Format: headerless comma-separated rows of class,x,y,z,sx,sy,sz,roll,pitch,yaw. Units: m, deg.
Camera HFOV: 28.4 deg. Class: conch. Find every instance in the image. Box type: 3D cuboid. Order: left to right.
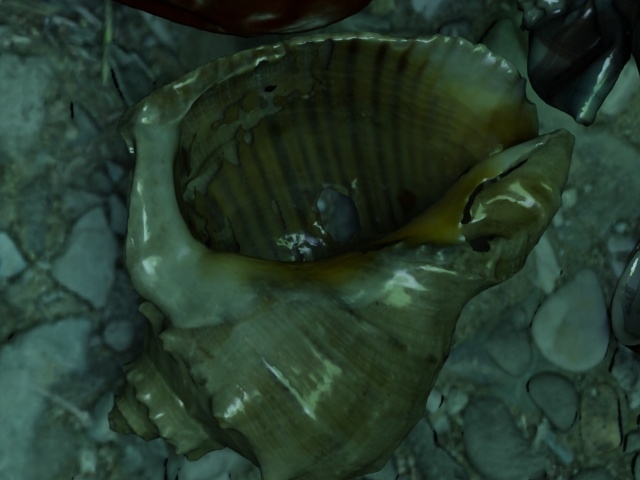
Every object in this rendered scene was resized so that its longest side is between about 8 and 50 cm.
conch,-0.006,0.001,0.786,0.324,0.186,0.263,-37,104,-23

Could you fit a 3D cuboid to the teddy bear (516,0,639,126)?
teddy bear,0.243,-0.293,0.780,0.375,0.327,0.362,-21,90,-31

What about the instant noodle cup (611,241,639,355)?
instant noodle cup,0.298,0.049,0.934,0.122,0.151,0.151,28,83,-12

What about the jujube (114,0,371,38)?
jujube,-0.088,-0.246,0.735,0.318,0.223,0.223,15,88,-14
